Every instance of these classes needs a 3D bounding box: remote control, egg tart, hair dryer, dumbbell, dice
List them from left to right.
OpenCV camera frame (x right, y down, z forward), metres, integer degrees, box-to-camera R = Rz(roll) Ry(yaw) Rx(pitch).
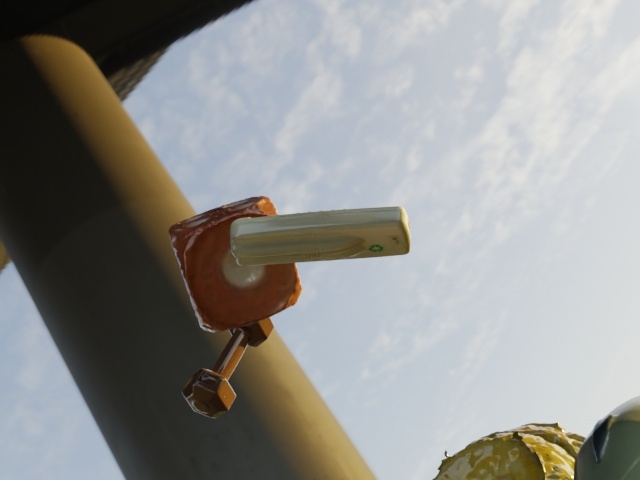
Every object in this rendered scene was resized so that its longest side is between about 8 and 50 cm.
[{"bbox_3d":[-0.166,0.214,1.699,0.082,0.092,0.231,95,-163,-46],"label":"dumbbell"},{"bbox_3d":[-0.139,0.034,1.481,0.174,0.179,0.175,-21,-77,-11],"label":"dice"},{"bbox_3d":[0.000,-0.001,1.200,0.230,0.049,0.090,-5,-31,10],"label":"remote control"},{"bbox_3d":[0.202,0.318,1.028,0.290,0.290,0.115,-42,-60,9],"label":"egg tart"},{"bbox_3d":[0.184,0.247,0.716,0.298,0.119,0.296,-39,-4,14],"label":"hair dryer"}]
